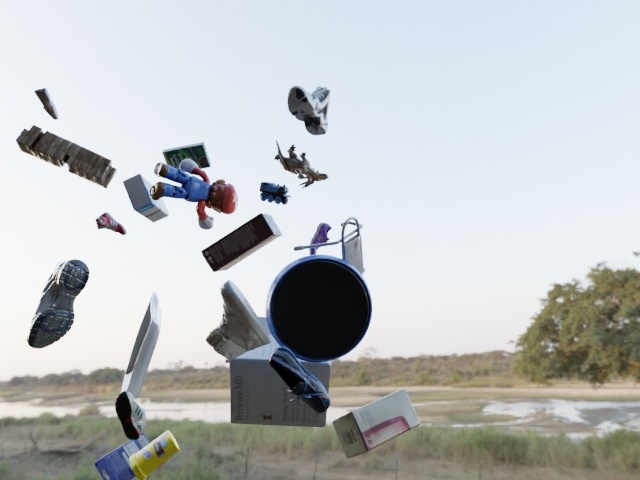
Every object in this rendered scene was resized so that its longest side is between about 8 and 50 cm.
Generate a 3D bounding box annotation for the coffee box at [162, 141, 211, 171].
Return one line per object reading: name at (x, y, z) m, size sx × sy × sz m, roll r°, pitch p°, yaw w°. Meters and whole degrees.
coffee box at (-0.582, -0.357, 2.019) m, size 0.184 × 0.040 × 0.113 m, roll -9°, pitch -56°, yaw 3°

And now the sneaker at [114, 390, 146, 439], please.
sneaker at (-0.578, 0.527, 1.427) m, size 0.057 × 0.161 × 0.075 m, roll -9°, pitch 12°, yaw 10°

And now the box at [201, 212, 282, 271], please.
box at (-0.408, 0.012, 2.433) m, size 0.382 × 0.143 × 0.191 m, roll -33°, pitch -6°, yaw 8°

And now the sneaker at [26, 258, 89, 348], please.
sneaker at (-0.845, 0.198, 1.479) m, size 0.129 × 0.296 × 0.111 m, roll 6°, pitch -21°, yaw 39°

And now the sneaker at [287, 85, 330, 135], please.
sneaker at (-0.032, -0.476, 1.550) m, size 0.094 × 0.152 × 0.235 m, roll -2°, pitch -22°, yaw 30°

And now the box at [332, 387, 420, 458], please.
box at (0.183, 0.600, 1.521) m, size 0.233 × 0.126 × 0.148 m, roll -10°, pitch -26°, yaw -33°

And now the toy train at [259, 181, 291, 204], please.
toy train at (-0.237, -0.245, 2.394) m, size 0.184 × 0.105 × 0.080 m, roll 13°, pitch 8°, yaw 33°

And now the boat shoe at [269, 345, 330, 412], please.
boat shoe at (-0.079, 0.468, 1.500) m, size 0.109 × 0.258 × 0.089 m, roll -47°, pitch -3°, yaw 29°

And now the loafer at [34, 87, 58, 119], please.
loafer at (-0.964, -0.480, 1.632) m, size 0.039 × 0.045 × 0.125 m, roll -12°, pitch -38°, yaw -14°

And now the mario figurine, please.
mario figurine at (-0.448, -0.164, 1.661) m, size 0.321 × 0.170 × 0.198 m, roll 17°, pitch -69°, yaw -37°

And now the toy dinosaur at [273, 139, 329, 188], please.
toy dinosaur at (-0.118, -0.357, 2.250) m, size 0.296 × 0.127 × 0.200 m, roll 34°, pitch -8°, yaw 11°

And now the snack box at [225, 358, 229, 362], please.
snack box at (-0.396, 0.580, 2.286) m, size 0.100 × 0.037 × 0.141 m, roll 9°, pitch -24°, yaw -37°

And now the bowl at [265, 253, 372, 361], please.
bowl at (-0.001, 0.243, 1.655) m, size 0.392 × 0.390 × 0.077 m, roll 0°, pitch -3°, yaw -7°

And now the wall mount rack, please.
wall mount rack at (0.052, 0.078, 1.788) m, size 0.131 × 0.349 × 0.304 m, roll 16°, pitch 32°, yaw 38°

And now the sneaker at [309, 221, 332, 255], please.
sneaker at (0.000, 0.000, 2.004) m, size 0.071 × 0.169 × 0.068 m, roll 21°, pitch -14°, yaw 12°

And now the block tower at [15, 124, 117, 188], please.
block tower at (-0.964, -0.321, 1.772) m, size 0.336 × 0.090 × 0.097 m, roll 25°, pitch -24°, yaw -12°

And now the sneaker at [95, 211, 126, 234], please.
sneaker at (-0.811, -0.052, 1.785) m, size 0.118 × 0.067 × 0.042 m, roll 42°, pitch -51°, yaw -3°

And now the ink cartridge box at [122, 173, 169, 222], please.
ink cartridge box at (-0.756, -0.179, 2.016) m, size 0.086 × 0.148 × 0.203 m, roll -26°, pitch -13°, yaw -4°

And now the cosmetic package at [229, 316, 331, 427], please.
cosmetic package at (-0.163, 0.546, 1.959) m, size 0.394 × 0.329 × 0.327 m, roll 3°, pitch 22°, yaw -2°

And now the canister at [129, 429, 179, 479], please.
canister at (-0.649, 0.839, 1.816) m, size 0.170 × 0.073 × 0.126 m, roll -33°, pitch 19°, yaw -22°

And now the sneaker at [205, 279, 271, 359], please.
sneaker at (-0.270, 0.252, 1.368) m, size 0.169 × 0.108 × 0.292 m, roll -27°, pitch -49°, yaw -6°

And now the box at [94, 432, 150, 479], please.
box at (-0.787, 0.902, 1.885) m, size 0.225 × 0.136 × 0.036 m, roll -18°, pitch -28°, yaw -53°

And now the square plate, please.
square plate at (-0.622, 0.385, 1.618) m, size 0.049 × 0.347 × 0.344 m, roll 18°, pitch 3°, yaw -22°
